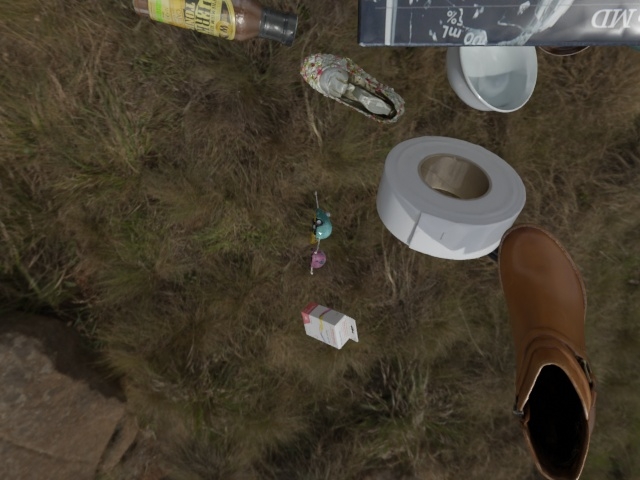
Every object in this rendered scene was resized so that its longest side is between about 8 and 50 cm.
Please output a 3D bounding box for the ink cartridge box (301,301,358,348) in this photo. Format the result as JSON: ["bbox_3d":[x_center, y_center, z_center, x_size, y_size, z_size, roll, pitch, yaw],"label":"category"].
[{"bbox_3d":[0.033,0.310,1.459,0.067,0.198,0.115,-39,129,-39],"label":"ink cartridge box"}]

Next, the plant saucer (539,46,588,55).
[{"bbox_3d":[0.612,-0.545,0.998,0.168,0.029,0.168,10,113,26],"label":"plant saucer"}]

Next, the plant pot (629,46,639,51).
[{"bbox_3d":[0.765,-0.522,0.839,0.293,0.235,0.293,-7,118,-14],"label":"plant pot"}]

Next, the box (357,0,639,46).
[{"bbox_3d":[0.295,-0.516,0.493,0.479,0.297,0.472,4,128,10],"label":"box"}]

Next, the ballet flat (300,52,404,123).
[{"bbox_3d":[0.071,-0.315,0.844,0.241,0.077,0.091,21,123,-9],"label":"ballet flat"}]

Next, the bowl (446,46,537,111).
[{"bbox_3d":[0.452,-0.490,1.136,0.297,0.134,0.298,0,90,-27],"label":"bowl"}]

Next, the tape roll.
[{"bbox_3d":[0.262,-0.097,0.843,0.286,0.286,0.100,-3,139,-10],"label":"tape roll"}]

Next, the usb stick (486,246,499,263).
[{"bbox_3d":[0.588,0.091,1.156,0.077,0.278,0.045,-13,127,-22],"label":"usb stick"}]

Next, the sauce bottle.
[{"bbox_3d":[-0.222,-0.508,0.891,0.344,0.111,0.111,8,108,-13],"label":"sauce bottle"}]

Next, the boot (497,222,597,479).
[{"bbox_3d":[0.270,0.117,0.502,0.109,0.220,0.284,-6,89,32],"label":"boot"}]

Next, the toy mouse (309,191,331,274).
[{"bbox_3d":[0.000,0.000,0.759,0.031,0.143,0.161,5,105,-6],"label":"toy mouse"}]
